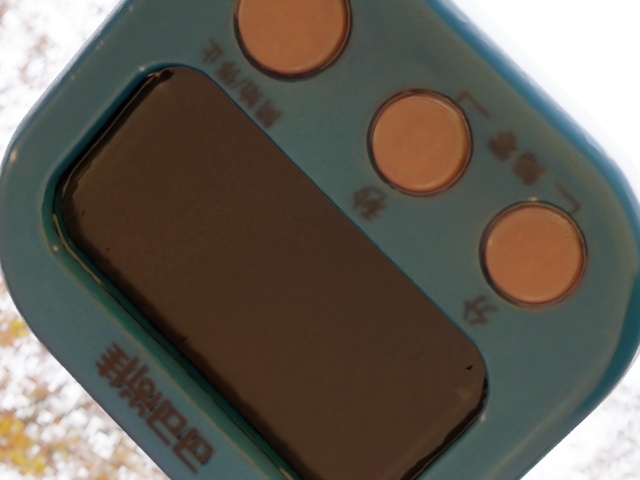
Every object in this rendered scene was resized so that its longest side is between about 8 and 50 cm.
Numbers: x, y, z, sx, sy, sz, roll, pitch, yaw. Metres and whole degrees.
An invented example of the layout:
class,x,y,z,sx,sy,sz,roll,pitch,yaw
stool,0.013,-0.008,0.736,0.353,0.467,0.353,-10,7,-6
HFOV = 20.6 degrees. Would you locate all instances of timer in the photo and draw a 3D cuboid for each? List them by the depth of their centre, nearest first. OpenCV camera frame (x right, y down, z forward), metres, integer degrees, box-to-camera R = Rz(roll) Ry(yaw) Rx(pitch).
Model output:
class,x,y,z,sx,sy,sz,roll,pitch,yaw
timer,0.000,0.000,0.981,0.340,0.115,0.309,45,-72,6
